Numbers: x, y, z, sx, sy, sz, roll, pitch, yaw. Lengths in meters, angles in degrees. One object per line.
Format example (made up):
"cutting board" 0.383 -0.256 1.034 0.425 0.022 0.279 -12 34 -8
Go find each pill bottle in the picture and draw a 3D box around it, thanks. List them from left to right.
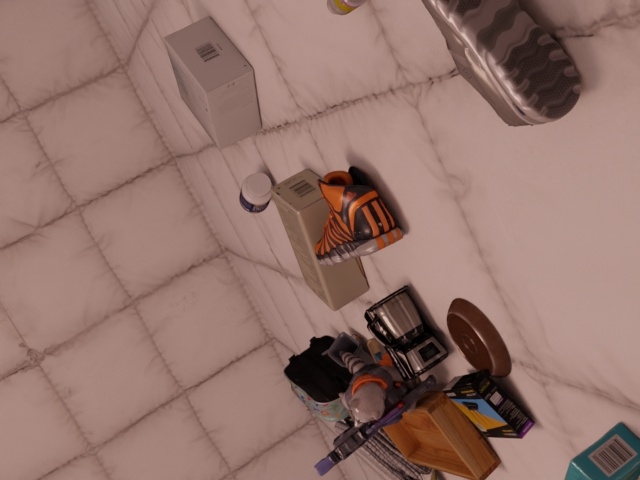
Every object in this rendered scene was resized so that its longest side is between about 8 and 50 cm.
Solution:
"pill bottle" -0.188 -0.143 2.113 0.094 0.094 0.169 58 165 5
"pill bottle" 0.037 -0.361 1.066 0.043 0.043 0.083 63 165 -13

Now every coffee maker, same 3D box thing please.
"coffee maker" 0.186 0.202 1.552 0.178 0.120 0.171 59 -175 10

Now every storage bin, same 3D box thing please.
"storage bin" 0.101 0.333 2.106 0.091 0.098 0.135 36 175 -25

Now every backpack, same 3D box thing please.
"backpack" 0.037 0.445 2.247 0.253 0.225 0.191 26 147 51

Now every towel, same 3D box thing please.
"towel" 0.191 0.624 2.197 0.283 0.121 0.235 40 166 0

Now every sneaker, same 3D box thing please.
"sneaker" 0.052 -0.056 1.493 0.180 0.124 0.321 64 154 -2
"sneaker" 0.159 -0.236 0.784 0.281 0.105 0.115 59 165 0

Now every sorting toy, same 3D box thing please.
"sorting toy" 0.228 0.424 1.931 0.229 0.041 0.307 27 144 64

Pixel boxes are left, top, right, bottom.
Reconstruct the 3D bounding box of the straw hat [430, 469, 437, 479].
"straw hat" 0.348 0.740 2.089 0.061 0.144 0.144 9 142 17

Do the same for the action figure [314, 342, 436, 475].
"action figure" 0.084 0.366 1.662 0.178 0.341 0.330 50 179 0

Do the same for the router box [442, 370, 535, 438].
"router box" 0.318 0.317 1.377 0.133 0.046 0.179 45 165 6

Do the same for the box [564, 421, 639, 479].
"box" 0.423 0.378 1.096 0.060 0.100 0.244 48 161 37

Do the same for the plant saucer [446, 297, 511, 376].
"plant saucer" 0.284 0.186 1.326 0.168 0.029 0.168 52 163 23

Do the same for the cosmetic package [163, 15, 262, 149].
"cosmetic package" -0.270 -0.395 1.825 0.224 0.138 0.225 53 165 26

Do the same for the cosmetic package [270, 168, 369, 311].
"cosmetic package" 0.000 0.000 1.739 0.160 0.113 0.309 41 157 51

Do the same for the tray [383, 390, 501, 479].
"tray" 0.258 0.462 1.757 0.203 0.076 0.411 53 160 -2
